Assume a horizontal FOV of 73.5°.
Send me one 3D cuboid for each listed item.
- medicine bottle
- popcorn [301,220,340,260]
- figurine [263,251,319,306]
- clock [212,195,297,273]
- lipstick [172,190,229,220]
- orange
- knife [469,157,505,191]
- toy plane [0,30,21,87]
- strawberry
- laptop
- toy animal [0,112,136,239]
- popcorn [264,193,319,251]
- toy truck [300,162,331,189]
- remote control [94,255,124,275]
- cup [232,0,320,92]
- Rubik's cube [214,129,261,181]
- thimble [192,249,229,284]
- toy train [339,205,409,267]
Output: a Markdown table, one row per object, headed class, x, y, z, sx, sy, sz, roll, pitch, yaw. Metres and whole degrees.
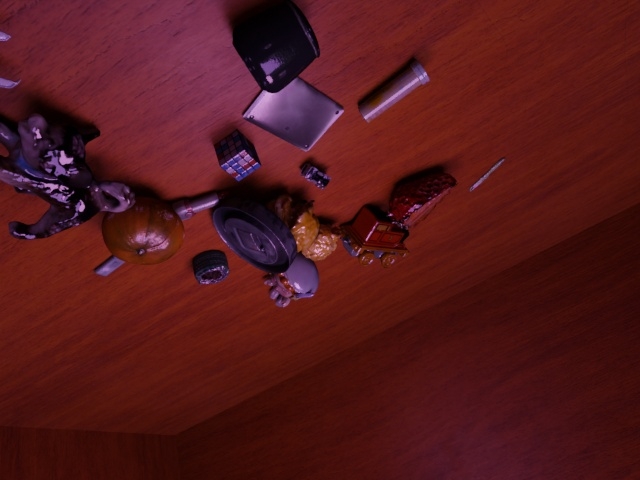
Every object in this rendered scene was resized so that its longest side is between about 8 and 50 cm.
| class | x | y | z | sx | sy | sz | roll | pitch | yaw |
| --- | --- | --- | --- | --- | --- | --- | --- | --- | --- |
| medicine bottle | 0.218 | -0.446 | 1.296 | 0.218 | 0.074 | 0.074 | -33 | 146 | 20 |
| popcorn | 0.000 | 0.000 | 1.734 | 0.179 | 0.170 | 0.180 | 7 | 175 | 1 |
| figurine | -0.142 | 0.165 | 1.910 | 0.205 | 0.225 | 0.381 | -29 | 179 | -32 |
| clock | -0.224 | -0.015 | 1.464 | 0.066 | 0.318 | 0.319 | -55 | 162 | -31 |
| lipstick | -0.385 | -0.122 | 1.411 | 0.186 | 0.057 | 0.063 | -21 | 147 | -8 |
| orange | -0.538 | -0.022 | 1.310 | 0.240 | 0.171 | 0.240 | -12 | 138 | -11 |
| knife | 0.731 | -0.287 | 1.884 | 0.030 | 0.014 | 0.207 | 8 | 138 | -38 |
| toy plane | -0.735 | -0.362 | 0.813 | 0.255 | 0.101 | 0.251 | -30 | 135 | 12 |
| strawberry | 0.384 | -0.176 | 1.722 | 0.253 | 0.150 | 0.280 | -15 | 151 | -51 |
| laptop | -0.074 | -0.376 | 1.269 | 0.269 | 0.015 | 0.187 | 18 | 128 | -45 |
| toy animal | -0.640 | -0.175 | 1.066 | 0.302 | 0.194 | 0.344 | -5 | 147 | -16 |
| popcorn | -0.118 | -0.062 | 1.557 | 0.191 | 0.190 | 0.254 | -43 | 142 | -27 |
| toy truck | -0.017 | -0.222 | 1.483 | 0.123 | 0.063 | 0.052 | 25 | 103 | -48 |
| remote control | -0.747 | 0.089 | 1.528 | 0.124 | 0.018 | 0.053 | -34 | 147 | 17 |
| cup | -0.099 | -0.456 | 1.030 | 0.176 | 0.169 | 0.223 | -35 | 176 | 6 |
| Rubik's cube | -0.246 | -0.251 | 1.273 | 0.092 | 0.092 | 0.092 | -31 | 147 | 12 |
| thimble | -0.429 | 0.106 | 1.680 | 0.135 | 0.090 | 0.119 | -14 | 144 | -10 |
| toy train | 0.239 | -0.018 | 1.843 | 0.369 | 0.163 | 0.232 | 6 | 126 | -40 |
